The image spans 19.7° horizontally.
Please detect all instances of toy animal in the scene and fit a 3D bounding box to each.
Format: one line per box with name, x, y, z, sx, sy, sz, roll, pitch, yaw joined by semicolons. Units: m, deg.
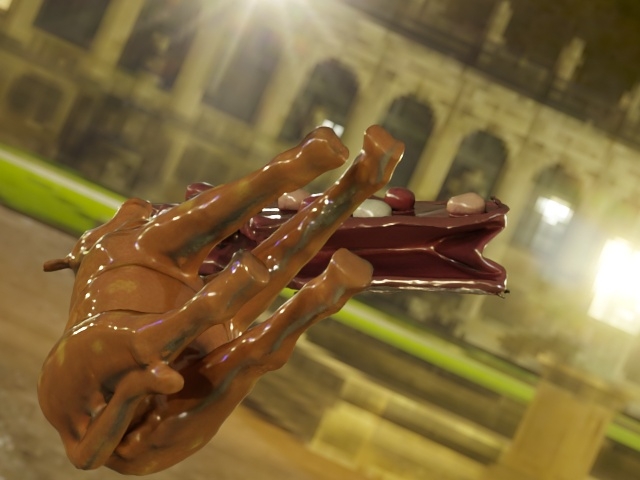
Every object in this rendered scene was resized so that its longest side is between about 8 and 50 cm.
toy animal;-0.060;0.014;0.705;0.066;0.230;0.224;42;39;-16

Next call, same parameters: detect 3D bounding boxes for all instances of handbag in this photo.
handbag;0.000;-0.003;1.285;0.216;0.074;0.203;1;4;-36
